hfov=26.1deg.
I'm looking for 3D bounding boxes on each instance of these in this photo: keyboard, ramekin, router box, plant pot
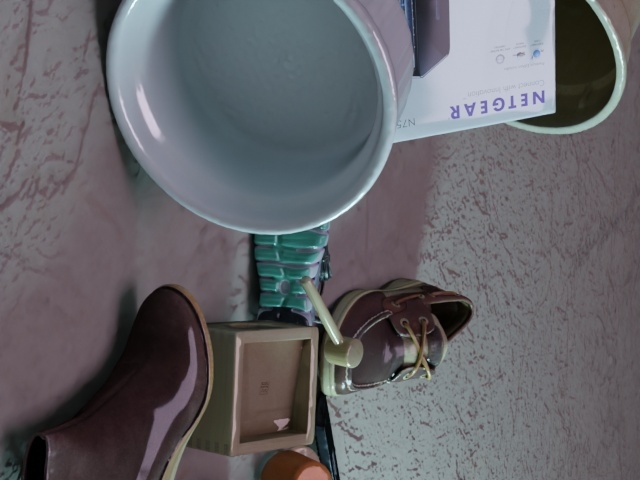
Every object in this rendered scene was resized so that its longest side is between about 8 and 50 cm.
[{"bbox_3d":[0.001,0.294,1.757,0.100,0.038,0.192,-86,167,-61],"label":"keyboard"},{"bbox_3d":[-0.046,-0.158,1.282,0.135,0.277,0.277,-56,143,-56],"label":"ramekin"},{"bbox_3d":[0.096,-0.267,1.527,0.335,0.082,0.301,-12,112,-18],"label":"router box"},{"bbox_3d":[0.319,-0.365,1.836,0.305,0.333,0.334,-51,141,-27],"label":"plant pot"}]

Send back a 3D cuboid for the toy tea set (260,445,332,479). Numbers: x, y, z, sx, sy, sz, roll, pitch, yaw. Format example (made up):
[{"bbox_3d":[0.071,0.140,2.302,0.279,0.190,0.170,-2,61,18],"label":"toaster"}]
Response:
[{"bbox_3d":[-0.041,0.415,1.636,0.200,0.124,0.336,24,75,-32],"label":"toy tea set"}]

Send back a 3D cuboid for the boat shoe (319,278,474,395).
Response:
[{"bbox_3d":[0.110,0.126,1.822,0.342,0.123,0.123,-18,112,-62],"label":"boat shoe"}]

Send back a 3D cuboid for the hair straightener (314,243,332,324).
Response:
[{"bbox_3d":[0.000,0.000,1.656,0.089,0.047,0.230,-46,136,-51],"label":"hair straightener"}]

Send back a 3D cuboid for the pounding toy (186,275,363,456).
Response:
[{"bbox_3d":[-0.053,0.125,1.487,0.206,0.094,0.181,0,93,-49],"label":"pounding toy"}]

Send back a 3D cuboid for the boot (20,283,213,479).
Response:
[{"bbox_3d":[-0.187,0.164,1.257,0.207,0.090,0.249,2,97,-66],"label":"boot"}]

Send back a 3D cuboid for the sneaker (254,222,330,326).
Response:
[{"bbox_3d":[-0.034,0.026,1.586,0.098,0.083,0.224,-37,137,-82],"label":"sneaker"}]
